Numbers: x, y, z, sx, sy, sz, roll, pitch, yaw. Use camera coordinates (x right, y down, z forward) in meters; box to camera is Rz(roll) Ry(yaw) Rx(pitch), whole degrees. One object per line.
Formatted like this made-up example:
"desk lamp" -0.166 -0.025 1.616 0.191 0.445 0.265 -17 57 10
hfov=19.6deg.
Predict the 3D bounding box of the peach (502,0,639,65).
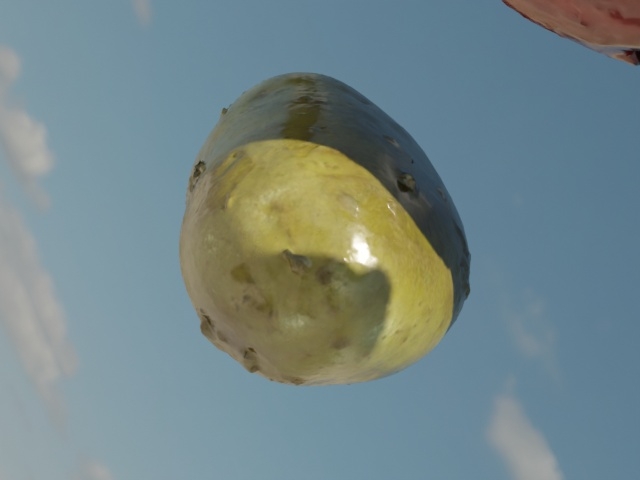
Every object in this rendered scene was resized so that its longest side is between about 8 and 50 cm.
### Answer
"peach" 0.178 -0.089 0.593 0.189 0.279 0.068 -17 105 -74

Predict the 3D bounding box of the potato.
"potato" 0.000 0.000 1.235 0.210 0.173 0.307 52 14 -9
